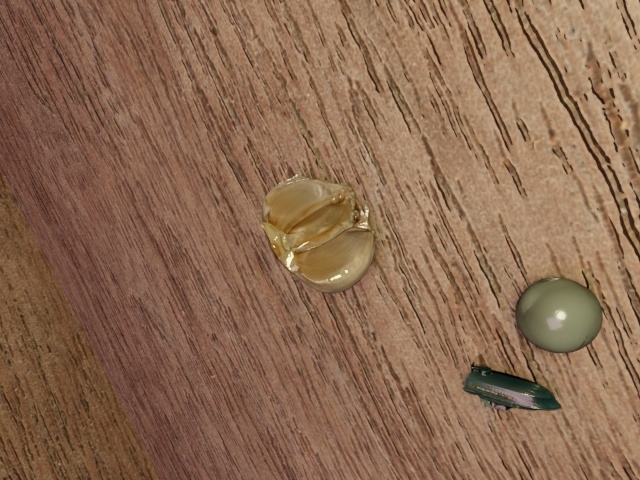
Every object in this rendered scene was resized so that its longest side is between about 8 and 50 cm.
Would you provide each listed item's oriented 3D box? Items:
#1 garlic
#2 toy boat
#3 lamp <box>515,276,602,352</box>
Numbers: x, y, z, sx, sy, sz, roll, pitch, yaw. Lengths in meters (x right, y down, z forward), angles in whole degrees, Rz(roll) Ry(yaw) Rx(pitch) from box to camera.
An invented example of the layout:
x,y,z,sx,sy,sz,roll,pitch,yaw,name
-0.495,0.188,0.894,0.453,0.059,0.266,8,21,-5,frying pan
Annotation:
x,y,z,sx,sy,sz,roll,pitch,yaw,name
0.000,0.000,0.831,0.229,0.178,0.142,54,165,31,garlic
0.302,0.239,0.734,0.141,0.055,0.060,7,104,36,toy boat
0.322,0.100,0.631,0.105,0.105,0.105,16,117,33,lamp
